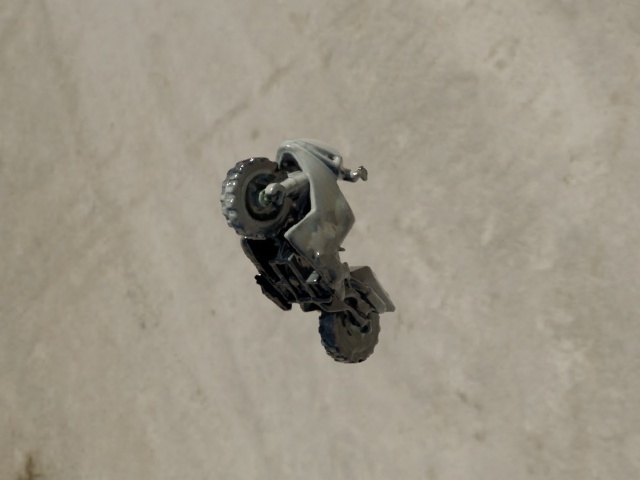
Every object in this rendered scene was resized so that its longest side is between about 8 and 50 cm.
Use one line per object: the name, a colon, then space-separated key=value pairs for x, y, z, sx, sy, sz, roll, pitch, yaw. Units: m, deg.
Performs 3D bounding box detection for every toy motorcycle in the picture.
toy motorcycle: x=0.000 y=0.000 z=1.125 sx=0.106 sy=0.270 sz=0.159 roll=-5 pitch=42 yaw=43
